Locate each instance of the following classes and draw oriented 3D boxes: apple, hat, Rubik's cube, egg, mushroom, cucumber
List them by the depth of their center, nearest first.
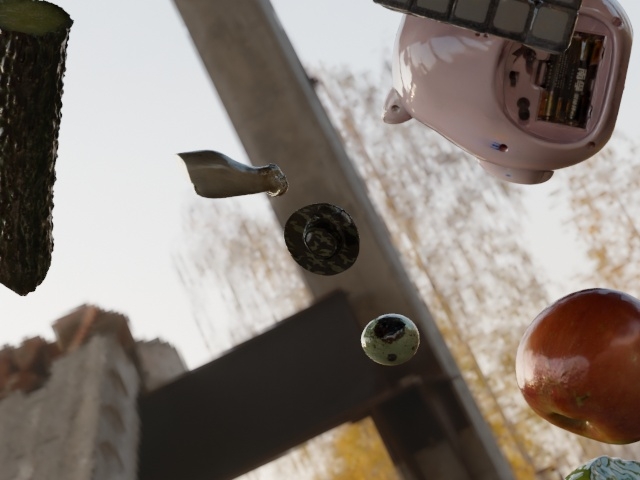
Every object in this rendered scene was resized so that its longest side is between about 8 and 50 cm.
[{"bbox_3d":[0.281,0.124,1.276,0.163,0.163,0.139,78,-144,-73],"label":"apple"},{"bbox_3d":[-0.327,-0.086,1.377,0.096,0.096,0.359,-14,-47,-34],"label":"cucumber"},{"bbox_3d":[0.206,-0.357,1.492,0.238,0.237,0.237,15,10,5],"label":"Rubik's cube"},{"bbox_3d":[0.000,0.000,1.916,0.121,0.121,0.050,-29,1,11],"label":"hat"},{"bbox_3d":[0.113,0.163,2.096,0.110,0.085,0.085,9,-37,-45],"label":"egg"},{"bbox_3d":[-0.170,-0.127,2.446,0.225,0.093,0.116,2,11,-18],"label":"mushroom"}]

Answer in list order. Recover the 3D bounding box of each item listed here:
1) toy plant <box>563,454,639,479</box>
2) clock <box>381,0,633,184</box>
[{"bbox_3d":[0.297,0.416,1.487,0.316,0.184,0.224,-60,-7,28],"label":"toy plant"},{"bbox_3d":[0.299,-0.278,2.027,0.376,0.368,0.250,11,11,5],"label":"clock"}]
